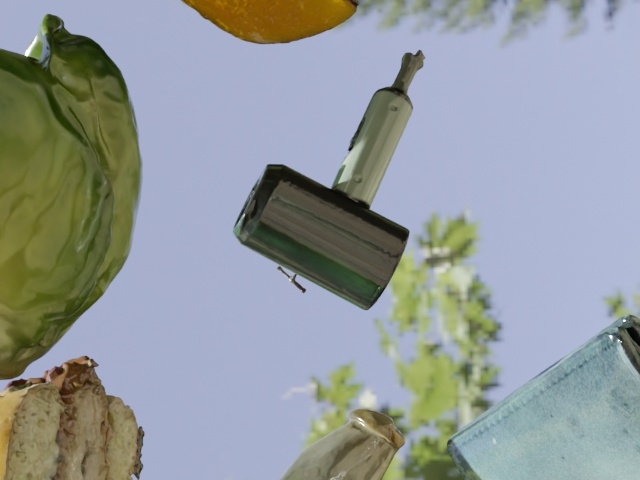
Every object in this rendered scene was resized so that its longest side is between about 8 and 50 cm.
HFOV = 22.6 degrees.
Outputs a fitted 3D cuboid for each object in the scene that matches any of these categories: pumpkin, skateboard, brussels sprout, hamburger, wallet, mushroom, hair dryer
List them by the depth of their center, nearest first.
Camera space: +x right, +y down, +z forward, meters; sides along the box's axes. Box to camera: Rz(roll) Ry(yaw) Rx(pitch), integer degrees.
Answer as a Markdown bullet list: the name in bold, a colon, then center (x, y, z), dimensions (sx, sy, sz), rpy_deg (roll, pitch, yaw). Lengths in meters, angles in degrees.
- **hair dryer**: center (0.024, -0.055, 1.018), dimensions (0.100, 0.057, 0.197), rpy_deg (30, -125, -6)
- **wallet**: center (0.228, 0.200, 1.030), dimensions (0.290, 0.251, 0.054), rpy_deg (45, -126, 3)
- **brussels sprout**: center (-0.262, -0.038, 1.168), dimensions (0.259, 0.227, 0.294), rpy_deg (14, -115, -18)
- **hamburger**: center (-0.252, 0.252, 1.231), dimensions (0.155, 0.245, 0.282), rpy_deg (25, -131, -58)
- **skateboard**: center (0.000, 0.000, 1.319), dimensions (0.032, 0.083, 0.064), rpy_deg (39, -143, 8)
- **pumpkin**: center (-0.094, -0.294, 1.486), dimensions (0.278, 0.111, 0.163), rpy_deg (39, -155, -13)
- **mushroom**: center (-0.054, 0.296, 1.579), dimensions (0.097, 0.351, 0.109), rpy_deg (46, -172, -23)
